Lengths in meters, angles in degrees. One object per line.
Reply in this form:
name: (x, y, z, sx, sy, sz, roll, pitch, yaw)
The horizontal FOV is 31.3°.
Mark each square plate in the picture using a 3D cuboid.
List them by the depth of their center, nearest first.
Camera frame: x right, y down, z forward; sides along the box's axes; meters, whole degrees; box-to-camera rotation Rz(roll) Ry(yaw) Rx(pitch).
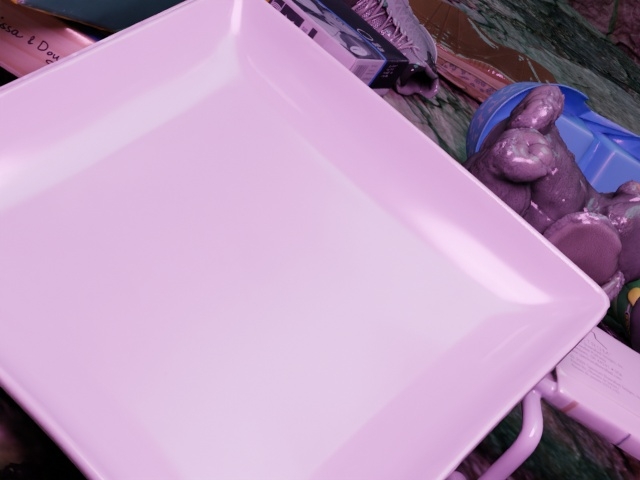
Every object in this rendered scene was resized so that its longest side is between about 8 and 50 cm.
square plate: (-0.046, 0.015, 0.673, 0.347, 0.049, 0.344, 42, 48, 13)

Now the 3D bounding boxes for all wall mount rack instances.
wall mount rack: (0.201, 0.129, 0.871, 0.350, 0.130, 0.304, 32, 27, -12)

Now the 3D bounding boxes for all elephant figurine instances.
elephant figurine: (0.242, -0.012, 1.053, 0.239, 0.186, 0.169, 42, 59, -3)

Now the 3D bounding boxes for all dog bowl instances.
dog bowl: (0.301, -0.085, 1.376, 0.297, 0.166, 0.074, 26, 13, -24)

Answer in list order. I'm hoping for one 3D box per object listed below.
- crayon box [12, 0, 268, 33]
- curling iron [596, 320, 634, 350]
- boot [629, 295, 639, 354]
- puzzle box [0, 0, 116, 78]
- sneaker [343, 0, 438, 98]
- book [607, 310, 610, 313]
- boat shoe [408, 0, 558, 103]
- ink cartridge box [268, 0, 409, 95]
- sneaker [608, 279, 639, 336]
crayon box: (-0.227, -0.292, 0.821, 0.363, 0.106, 0.313, 42, 14, 11)
curling iron: (0.212, 0.048, 1.144, 0.274, 0.035, 0.068, 38, 13, 4)
boot: (0.381, 0.084, 0.834, 0.367, 0.146, 0.445, 45, -5, -19)
puzzle box: (-0.206, -0.181, 0.863, 0.409, 0.052, 0.272, 32, 15, -25)
sneaker: (0.090, -0.267, 1.462, 0.229, 0.086, 0.132, 41, 24, -36)
book: (0.267, 0.025, 1.277, 0.144, 0.035, 0.096, 24, 30, -33)
boat shoe: (0.211, -0.259, 1.683, 0.285, 0.089, 0.104, 32, 49, -5)
ink cartridge box: (-0.054, -0.299, 1.384, 0.333, 0.065, 0.165, 42, 24, 14)
sneaker: (0.369, 0.057, 1.215, 0.123, 0.109, 0.295, 49, 14, 18)
